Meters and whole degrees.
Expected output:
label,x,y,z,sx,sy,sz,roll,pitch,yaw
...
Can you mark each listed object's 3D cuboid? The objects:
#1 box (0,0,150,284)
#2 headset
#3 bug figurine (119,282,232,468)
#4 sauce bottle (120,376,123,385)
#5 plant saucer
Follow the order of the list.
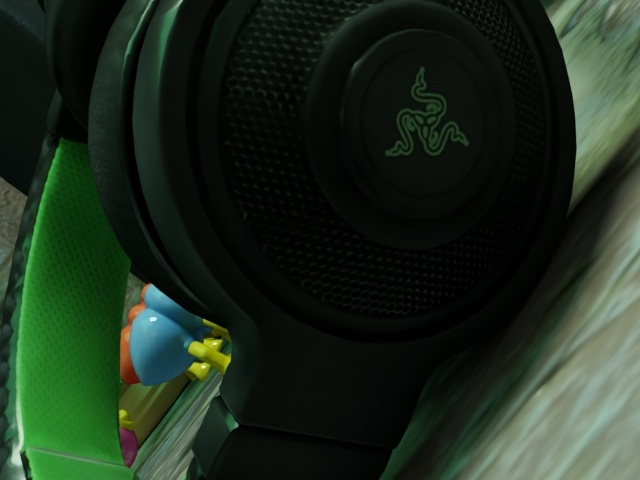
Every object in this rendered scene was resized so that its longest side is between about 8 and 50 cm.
label,x,y,z,sx,sy,sz,roll,pitch,yaw
box,-0.111,-0.274,1.043,0.472,0.480,0.297,-56,7,-22
headset,0.009,-0.057,0.443,0.394,0.185,0.243,-66,30,20
bug figurine,-0.094,0.077,0.708,0.216,0.072,0.279,-66,7,-10
sauce bottle,-0.191,0.152,1.340,0.128,0.042,0.042,-53,6,12
plant saucer,-0.138,0.112,1.180,0.200,0.037,0.200,-52,6,8
